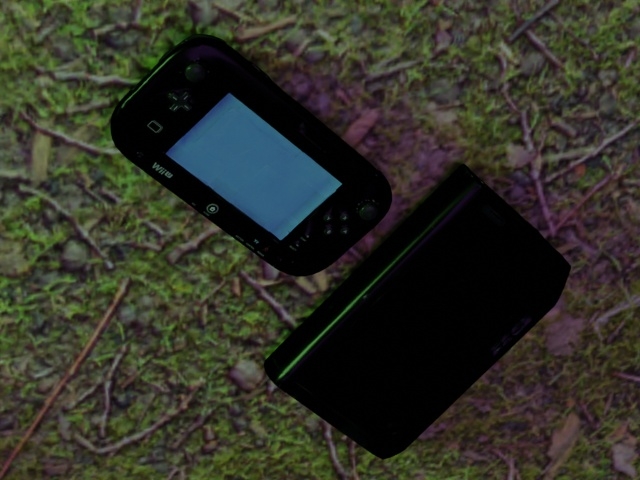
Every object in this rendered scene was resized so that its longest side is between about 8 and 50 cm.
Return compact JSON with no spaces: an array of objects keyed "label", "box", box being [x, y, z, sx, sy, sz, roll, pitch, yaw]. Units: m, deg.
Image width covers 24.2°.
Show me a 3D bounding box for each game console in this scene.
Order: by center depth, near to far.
[{"label":"game console","box":[0.000,0.000,1.058,0.361,0.044,0.213,38,102,-29]}]
